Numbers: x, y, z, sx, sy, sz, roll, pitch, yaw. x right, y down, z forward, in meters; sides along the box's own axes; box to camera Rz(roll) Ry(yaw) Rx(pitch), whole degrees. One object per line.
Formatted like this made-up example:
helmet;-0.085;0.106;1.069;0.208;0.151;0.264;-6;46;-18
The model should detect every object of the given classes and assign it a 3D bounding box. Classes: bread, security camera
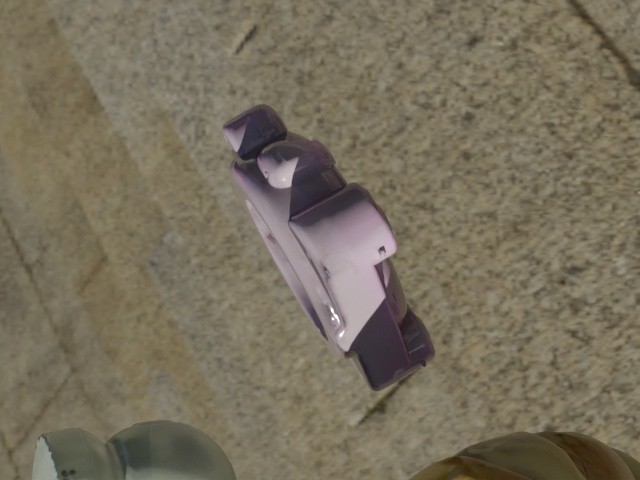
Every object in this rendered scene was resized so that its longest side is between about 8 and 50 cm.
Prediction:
bread;0.210;0.322;1.285;0.329;0.424;0.245;11;91;38
security camera;-0.209;0.305;1.396;0.194;0.236;0.195;176;90;-66

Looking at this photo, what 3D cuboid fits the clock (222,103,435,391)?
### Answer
clock;0.000;0.000;1.442;0.113;0.296;0.322;-30;47;-6
